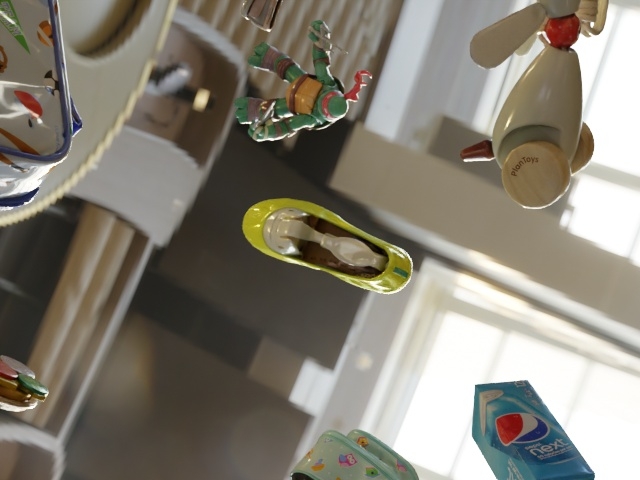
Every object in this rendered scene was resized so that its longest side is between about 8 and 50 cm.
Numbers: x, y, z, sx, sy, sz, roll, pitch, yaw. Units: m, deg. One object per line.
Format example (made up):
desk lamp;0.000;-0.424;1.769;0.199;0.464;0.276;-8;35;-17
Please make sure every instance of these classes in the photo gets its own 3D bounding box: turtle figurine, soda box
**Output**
turtle figurine;-0.029;-0.197;1.913;0.118;0.234;0.175;37;-98;-30
soda box;0.223;0.228;1.529;0.210;0.067;0.071;-119;28;-65

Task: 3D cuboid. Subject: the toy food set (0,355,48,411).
toy food set;-0.209;0.079;0.887;0.082;0.083;0.020;29;-87;-41

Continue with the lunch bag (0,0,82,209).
lunch bag;-0.340;-0.168;1.286;0.243;0.303;0.115;11;-36;-34

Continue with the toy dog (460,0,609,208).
toy dog;0.252;-0.207;1.796;0.220;0.161;0.334;10;-94;-66

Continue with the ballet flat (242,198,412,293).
ballet flat;0.000;0.000;1.691;0.077;0.231;0.077;-69;-22;0

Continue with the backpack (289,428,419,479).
backpack;0.045;0.328;1.835;0.144;0.166;0.188;-46;-25;-20

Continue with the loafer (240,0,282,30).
loafer;-0.039;-0.284;1.546;0.125;0.039;0.045;-56;-13;24
